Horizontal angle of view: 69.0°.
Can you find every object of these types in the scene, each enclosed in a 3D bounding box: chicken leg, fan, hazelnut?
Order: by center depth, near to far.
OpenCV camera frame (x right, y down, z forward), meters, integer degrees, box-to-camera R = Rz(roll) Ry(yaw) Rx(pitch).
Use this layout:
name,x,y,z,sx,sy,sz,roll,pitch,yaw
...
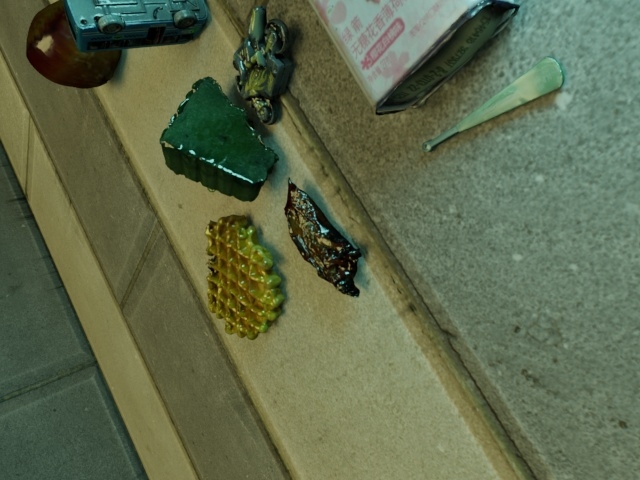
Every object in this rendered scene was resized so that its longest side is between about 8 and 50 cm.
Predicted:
name,x,y,z,sx,sy,sz,roll,pitch,yaw
fan,0.200,-0.156,0.569,0.193,0.016,0.038,-26,82,48
chicken leg,0.000,0.000,0.813,0.234,0.063,0.105,50,131,23
hazelnut,-0.640,-0.511,1.228,0.252,0.217,0.217,-35,77,24

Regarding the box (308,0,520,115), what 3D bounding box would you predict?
name,x,y,z,sx,sy,sz,roll,pitch,yaw
box,0.065,-0.354,0.575,0.190,0.112,0.369,-37,78,48

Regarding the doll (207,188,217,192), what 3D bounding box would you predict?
name,x,y,z,sx,sy,sz,roll,pitch,yaw
doll,-0.221,-0.177,0.988,0.115,0.078,0.150,-7,88,38

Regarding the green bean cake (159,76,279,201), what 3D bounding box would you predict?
name,x,y,z,sx,sy,sz,roll,pitch,yaw
green bean cake,-0.175,-0.188,0.890,0.209,0.193,0.107,23,149,-2

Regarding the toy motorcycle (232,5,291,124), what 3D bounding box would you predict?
name,x,y,z,sx,sy,sz,roll,pitch,yaw
toy motorcycle,-0.108,-0.305,0.815,0.124,0.061,0.193,40,139,22

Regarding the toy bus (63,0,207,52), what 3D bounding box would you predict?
name,x,y,z,sx,sy,sz,roll,pitch,yaw
toy bus,-0.356,-0.444,0.902,0.134,0.247,0.113,-19,91,61

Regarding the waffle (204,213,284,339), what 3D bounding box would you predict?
name,x,y,z,sx,sy,sz,roll,pitch,yaw
waffle,-0.186,0.084,1.052,0.309,0.065,0.283,-32,82,45
